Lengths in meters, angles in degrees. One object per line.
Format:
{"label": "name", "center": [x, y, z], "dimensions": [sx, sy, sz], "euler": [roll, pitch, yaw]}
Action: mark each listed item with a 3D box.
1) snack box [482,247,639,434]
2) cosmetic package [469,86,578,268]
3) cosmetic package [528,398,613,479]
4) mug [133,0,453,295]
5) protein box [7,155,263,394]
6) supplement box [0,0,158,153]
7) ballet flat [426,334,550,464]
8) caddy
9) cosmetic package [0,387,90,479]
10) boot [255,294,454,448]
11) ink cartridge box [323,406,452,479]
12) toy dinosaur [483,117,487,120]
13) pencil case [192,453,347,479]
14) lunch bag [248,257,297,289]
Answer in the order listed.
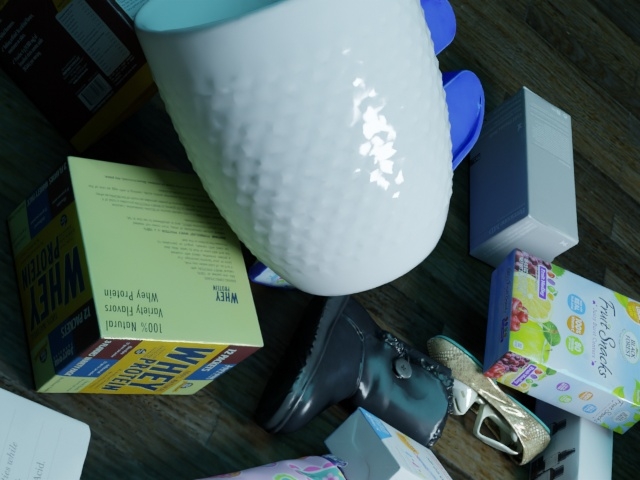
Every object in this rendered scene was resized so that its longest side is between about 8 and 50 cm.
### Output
{"label": "snack box", "center": [0.315, 0.126, 1.782], "dimensions": [0.207, 0.070, 0.174], "euler": [24, 46, -14]}
{"label": "cosmetic package", "center": [0.283, -0.079, 1.981], "dimensions": [0.107, 0.127, 0.238], "euler": [29, 45, -25]}
{"label": "cosmetic package", "center": [0.325, 0.245, 1.817], "dimensions": [0.060, 0.099, 0.239], "euler": [33, 45, -21]}
{"label": "mug", "center": [-0.006, -0.143, 1.482], "dimensions": [0.374, 0.276, 0.328], "euler": [-98, 168, -66]}
{"label": "protein box", "center": [-0.194, 0.042, 1.464], "dimensions": [0.200, 0.136, 0.201], "euler": [7, 58, -40]}
{"label": "supplement box", "center": [-0.250, -0.241, 1.564], "dimensions": [0.194, 0.191, 0.129], "euler": [49, 43, -5]}
{"label": "ballet flat", "center": [0.202, 0.206, 1.762], "dimensions": [0.206, 0.073, 0.067], "euler": [41, 66, -7]}
{"label": "caddy", "center": [0.065, -0.177, 1.820], "dimensions": [0.341, 0.179, 0.241], "euler": [-47, 121, -48]}
{"label": "cosmetic package", "center": [-0.406, 0.197, 1.156], "dimensions": [0.385, 0.156, 0.217], "euler": [27, 50, -27]}
{"label": "boot", "center": [0.052, 0.179, 1.620], "dimensions": [0.207, 0.094, 0.246], "euler": [39, 37, -9]}
{"label": "ink cartridge box", "center": [0.097, 0.268, 1.565], "dimensions": [0.181, 0.061, 0.104], "euler": [36, 12, -42]}
{"label": "toy dinosaur", "center": [0.181, -0.168, 1.996], "dimensions": [0.047, 0.090, 0.082], "euler": [52, 7, 22]}
{"label": "pencil case", "center": [-0.084, 0.293, 1.404], "dimensions": [0.284, 0.124, 0.124], "euler": [-4, 66, -42]}
{"label": "lunch bag", "center": [0.000, 0.000, 1.671], "dimensions": [0.151, 0.129, 0.096], "euler": [-21, 78, -45]}
